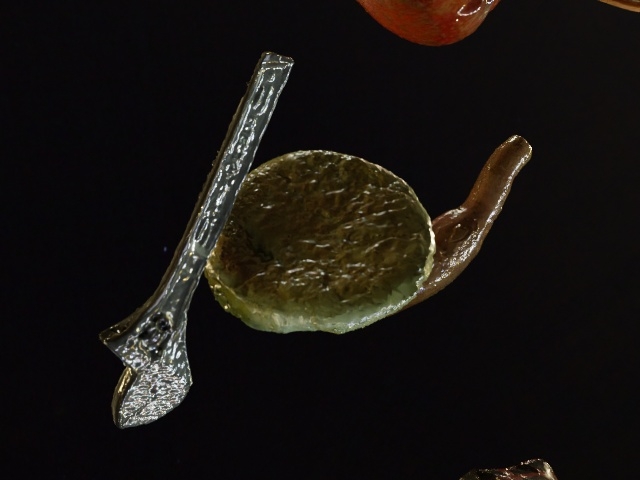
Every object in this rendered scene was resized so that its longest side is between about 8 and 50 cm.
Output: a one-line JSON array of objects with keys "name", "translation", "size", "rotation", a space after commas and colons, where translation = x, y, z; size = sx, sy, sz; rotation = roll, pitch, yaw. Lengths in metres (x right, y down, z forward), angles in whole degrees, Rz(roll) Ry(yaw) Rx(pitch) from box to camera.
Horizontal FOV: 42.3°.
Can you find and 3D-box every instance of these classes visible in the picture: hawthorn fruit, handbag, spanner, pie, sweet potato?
[{"name": "hawthorn fruit", "translation": [0.142, -0.420, 1.081], "size": [0.275, 0.275, 0.299], "rotation": [-34, -96, -30]}, {"name": "handbag", "translation": [0.308, 0.435, 1.290], "size": [0.215, 0.155, 0.169], "rotation": [9, -145, -42]}, {"name": "spanner", "translation": [-0.094, 0.000, 0.657], "size": [0.093, 0.026, 0.325], "rotation": [25, -92, -41]}, {"name": "pie", "translation": [0.000, 0.000, 0.978], "size": [0.277, 0.078, 0.277], "rotation": [0, -128, 1]}, {"name": "sweet potato", "translation": [0.215, -0.010, 1.342], "size": [0.385, 0.109, 0.109], "rotation": [-44, -106, -1]}]

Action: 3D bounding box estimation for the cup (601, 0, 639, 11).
[{"name": "cup", "translation": [0.427, -0.450, 1.246], "size": [0.264, 0.226, 0.182], "rotation": [21, -114, 26]}]
